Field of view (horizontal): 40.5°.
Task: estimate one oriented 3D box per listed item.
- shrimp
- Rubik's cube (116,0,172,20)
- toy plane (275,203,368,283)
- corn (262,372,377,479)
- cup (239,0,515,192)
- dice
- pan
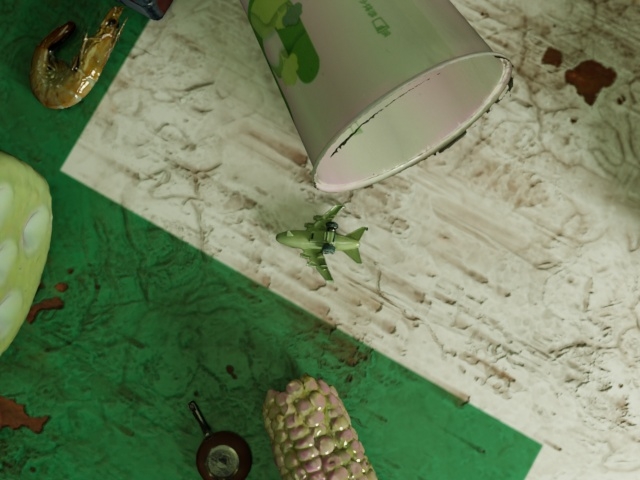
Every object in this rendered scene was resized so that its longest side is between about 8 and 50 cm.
[{"bbox_3d":[-0.312,-0.242,1.112,0.095,0.045,0.162,36,92,28],"label":"shrimp"},{"bbox_3d":[-0.267,-0.480,1.005,0.292,0.287,0.293,29,86,7],"label":"Rubik's cube"},{"bbox_3d":[0.000,0.000,1.054,0.111,0.040,0.102,7,65,3],"label":"toy plane"},{"bbox_3d":[0.025,0.316,0.978,0.127,0.126,0.335,-26,80,1],"label":"corn"},{"bbox_3d":[0.045,-0.228,0.986,0.253,0.253,0.273,-28,75,0],"label":"cup"},{"bbox_3d":[-0.473,-0.001,0.982,0.252,0.254,0.249,13,82,7],"label":"dice"},{"bbox_3d":[-0.130,0.244,1.042,0.068,0.023,0.115,-33,82,1],"label":"pan"}]
